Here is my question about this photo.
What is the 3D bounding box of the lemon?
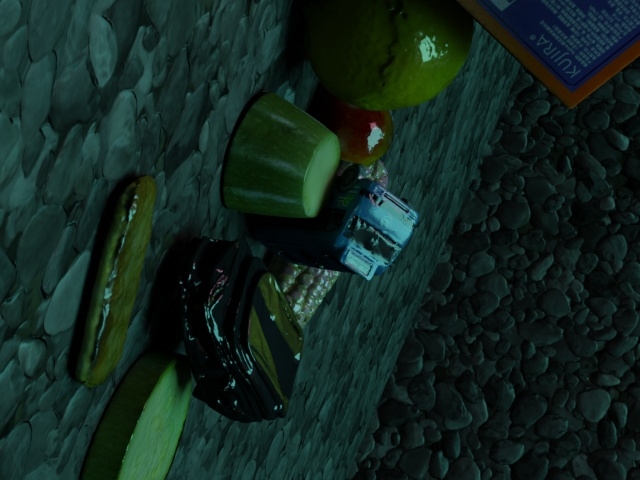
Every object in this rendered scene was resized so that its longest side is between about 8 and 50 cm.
[{"bbox_3d":[0.098,-0.297,1.929,0.253,0.228,0.228,-36,145,-43],"label":"lemon"}]

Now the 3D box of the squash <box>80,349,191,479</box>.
[{"bbox_3d":[-0.229,0.258,1.770,0.252,0.049,0.252,17,90,-79],"label":"squash"}]

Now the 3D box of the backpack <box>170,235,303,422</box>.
[{"bbox_3d":[-0.116,0.103,1.776,0.258,0.133,0.206,72,20,-46],"label":"backpack"}]

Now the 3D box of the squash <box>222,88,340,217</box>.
[{"bbox_3d":[-0.050,-0.105,1.852,0.170,0.123,0.170,18,90,-71],"label":"squash"}]

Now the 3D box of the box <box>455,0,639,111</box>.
[{"bbox_3d":[0.281,-0.414,1.829,0.257,0.349,0.318,-40,-150,23],"label":"box"}]

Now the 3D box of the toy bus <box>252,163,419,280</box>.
[{"bbox_3d":[0.018,-0.025,1.959,0.113,0.246,0.134,35,76,-31],"label":"toy bus"}]

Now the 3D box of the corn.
[{"bbox_3d":[0.001,-0.001,2.185,0.126,0.126,0.335,81,32,-64],"label":"corn"}]

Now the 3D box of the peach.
[{"bbox_3d":[0.051,-0.184,2.138,0.118,0.151,0.151,-64,172,29],"label":"peach"}]

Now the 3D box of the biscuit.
[{"bbox_3d":[-0.222,0.045,1.530,0.118,0.029,0.247,-49,155,-75],"label":"biscuit"}]
